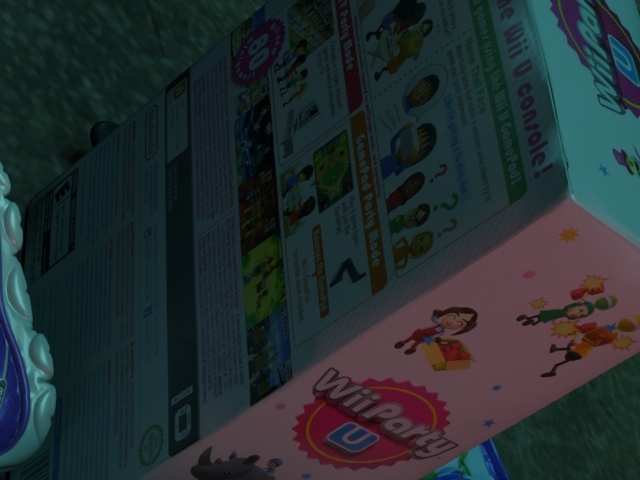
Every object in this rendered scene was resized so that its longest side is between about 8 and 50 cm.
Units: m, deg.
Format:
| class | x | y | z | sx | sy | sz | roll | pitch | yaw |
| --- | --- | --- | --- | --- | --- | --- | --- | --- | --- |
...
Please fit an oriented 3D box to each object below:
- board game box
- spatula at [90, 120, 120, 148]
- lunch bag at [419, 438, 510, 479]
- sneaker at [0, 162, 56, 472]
| class | x | y | z | sx | sy | sz | roll | pitch | yaw |
| --- | --- | --- | --- | --- | --- | --- | --- | --- | --- |
| board game box | 0.000 | 0.000 | 0.760 | 0.097 | 0.303 | 0.224 | 32 | 37 | -34 |
| spatula | -0.019 | 0.039 | 0.968 | 0.296 | 0.030 | 0.084 | 42 | 34 | -20 |
| lunch bag | 0.001 | 0.081 | 0.854 | 0.096 | 0.129 | 0.151 | 13 | 47 | -51 |
| sneaker | -0.164 | 0.017 | 0.751 | 0.071 | 0.068 | 0.170 | 3 | 57 | -47 |
